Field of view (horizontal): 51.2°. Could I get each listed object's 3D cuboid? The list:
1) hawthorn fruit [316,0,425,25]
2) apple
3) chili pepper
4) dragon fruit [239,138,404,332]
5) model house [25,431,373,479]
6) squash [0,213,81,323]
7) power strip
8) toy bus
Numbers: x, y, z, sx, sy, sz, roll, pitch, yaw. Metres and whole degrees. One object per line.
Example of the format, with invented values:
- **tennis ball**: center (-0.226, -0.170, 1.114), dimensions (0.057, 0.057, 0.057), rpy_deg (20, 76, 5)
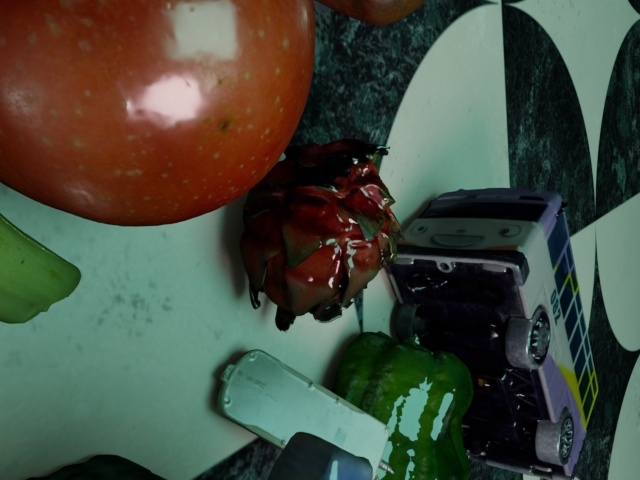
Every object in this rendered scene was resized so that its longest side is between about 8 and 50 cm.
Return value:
- **hawthorn fruit**: center (0.062, -0.360, 0.739), dimensions (0.248, 0.208, 0.208), rpy_deg (-78, 148, -50)
- **apple**: center (-0.134, -0.131, 0.455), dimensions (0.260, 0.261, 0.216), rpy_deg (-49, 152, -36)
- **chili pepper**: center (0.089, 0.304, 0.831), dimensions (0.213, 0.168, 0.384), rpy_deg (31, 71, -46)
- **dragon fruit**: center (-0.001, -0.009, 0.696), dimensions (0.182, 0.182, 0.188), rpy_deg (0, 75, -51)
- **model house**: center (-0.050, 0.333, 0.443), dimensions (0.395, 0.446, 0.399), rpy_deg (34, 67, -45)
- **squash**: center (-0.265, -0.022, 0.439), dimensions (0.250, 0.083, 0.083), rpy_deg (53, 54, -41)
- **power strip**: center (-0.011, 0.198, 0.725), dimensions (0.227, 0.029, 0.079), rpy_deg (34, 67, -12)
- **toy bus**: center (0.277, 0.132, 1.012), dimensions (0.249, 0.209, 0.439), rpy_deg (-51, 130, -37)
